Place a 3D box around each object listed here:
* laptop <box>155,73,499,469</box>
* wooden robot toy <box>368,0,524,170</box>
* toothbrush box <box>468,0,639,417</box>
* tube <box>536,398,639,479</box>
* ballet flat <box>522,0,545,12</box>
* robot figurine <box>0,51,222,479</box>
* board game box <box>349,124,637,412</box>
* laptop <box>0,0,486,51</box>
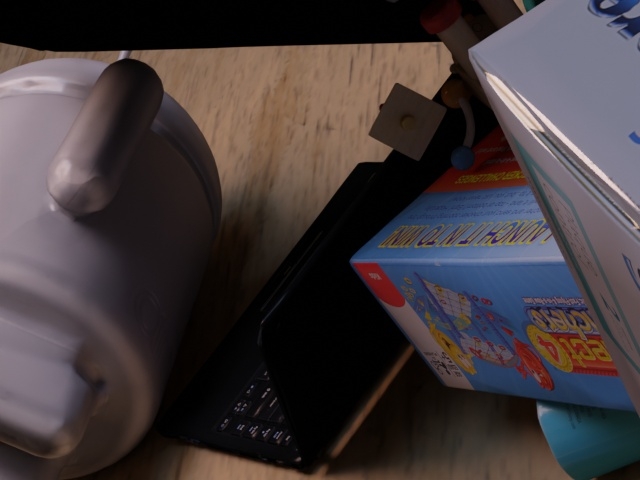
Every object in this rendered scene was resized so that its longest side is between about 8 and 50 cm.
[{"bbox_3d":[0.000,0.000,1.103,0.234,0.136,0.264,-52,28,-21],"label":"laptop"},{"bbox_3d":[0.089,-0.107,0.952,0.173,0.076,0.079,-37,19,-1],"label":"wooden robot toy"},{"bbox_3d":[0.218,-0.019,0.464,0.295,0.216,0.126,-34,36,-3],"label":"toothbrush box"},{"bbox_3d":[0.198,0.050,0.856,0.207,0.052,0.080,-25,29,26],"label":"tube"},{"bbox_3d":[0.177,-0.128,1.125,0.077,0.091,0.241,-15,32,-1],"label":"ballet flat"},{"bbox_3d":[-0.180,0.016,1.255,0.300,0.200,0.353,-55,13,41],"label":"robot figurine"},{"bbox_3d":[0.199,-0.054,0.861,0.302,0.086,0.308,-42,13,-16],"label":"board game box"},{"bbox_3d":[-0.006,-0.221,1.005,0.408,0.236,0.382,-57,-7,7],"label":"laptop"}]
